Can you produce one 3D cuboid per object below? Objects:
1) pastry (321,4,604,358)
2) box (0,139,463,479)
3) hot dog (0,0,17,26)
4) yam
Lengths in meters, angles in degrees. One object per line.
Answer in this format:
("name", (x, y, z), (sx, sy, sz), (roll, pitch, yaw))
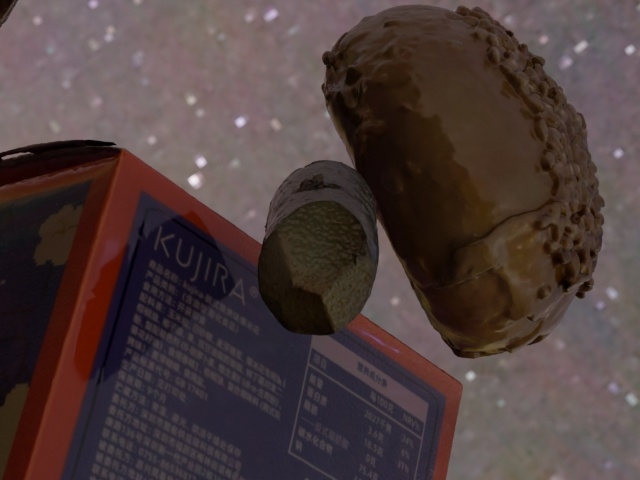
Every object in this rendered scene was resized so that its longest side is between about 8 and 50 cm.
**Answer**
("pastry", (0.128, -0.062, 1.453), (0.284, 0.184, 0.315), (60, 6, -38))
("box", (-0.142, 0.140, 1.177), (0.318, 0.257, 0.349), (-11, -35, 42))
("hot dog", (-0.350, -0.255, 1.560), (0.122, 0.196, 0.272), (40, -68, 34))
("yam", (0.000, 0.000, 1.021), (0.069, 0.070, 0.146), (59, 11, -14))
